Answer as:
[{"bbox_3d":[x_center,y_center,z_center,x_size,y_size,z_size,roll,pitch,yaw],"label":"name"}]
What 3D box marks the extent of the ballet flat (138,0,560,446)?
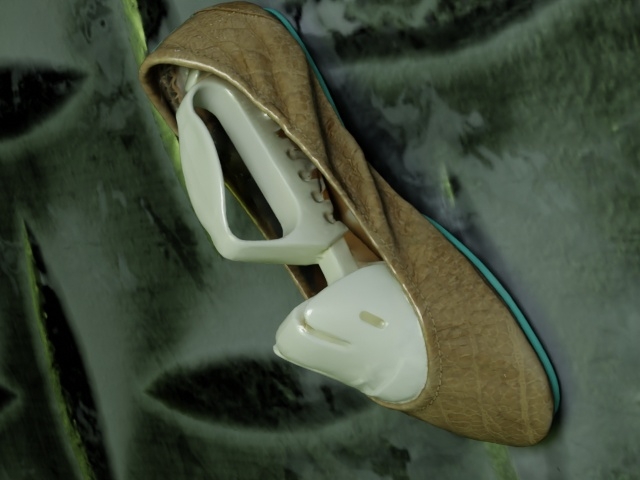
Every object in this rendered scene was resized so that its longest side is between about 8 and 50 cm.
[{"bbox_3d":[0.000,0.000,0.957,0.342,0.124,0.116,56,140,13],"label":"ballet flat"}]
